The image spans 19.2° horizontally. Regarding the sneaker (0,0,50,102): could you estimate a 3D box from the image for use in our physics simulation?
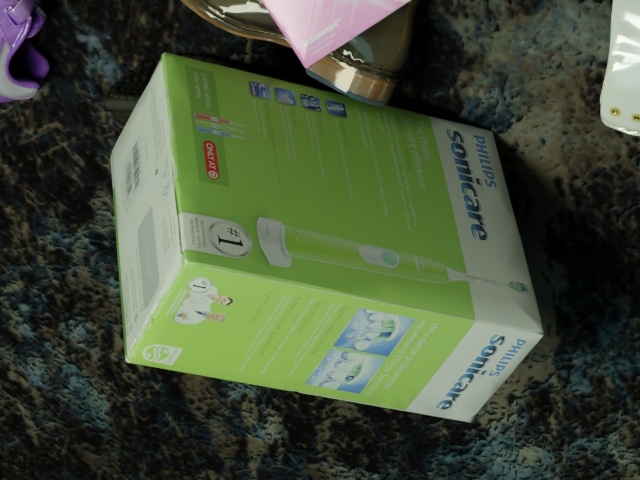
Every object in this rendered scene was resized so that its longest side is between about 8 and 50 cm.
[{"bbox_3d":[-0.274,-0.202,1.523,0.104,0.095,0.236,4,131,13],"label":"sneaker"}]

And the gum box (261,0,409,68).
[{"bbox_3d":[0.041,-0.219,1.339,0.188,0.062,0.107,-32,98,17],"label":"gum box"}]

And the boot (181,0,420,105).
[{"bbox_3d":[-0.022,-0.198,1.436,0.219,0.082,0.106,29,109,7],"label":"boot"}]

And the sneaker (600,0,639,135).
[{"bbox_3d":[0.290,-0.074,1.361,0.169,0.108,0.293,-2,114,27],"label":"sneaker"}]

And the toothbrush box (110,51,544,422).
[{"bbox_3d":[0.000,0.000,1.399,0.283,0.206,0.122,10,136,-23],"label":"toothbrush box"}]

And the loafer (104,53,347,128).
[{"bbox_3d":[-0.069,-0.094,1.511,0.220,0.080,0.078,6,126,19],"label":"loafer"}]
